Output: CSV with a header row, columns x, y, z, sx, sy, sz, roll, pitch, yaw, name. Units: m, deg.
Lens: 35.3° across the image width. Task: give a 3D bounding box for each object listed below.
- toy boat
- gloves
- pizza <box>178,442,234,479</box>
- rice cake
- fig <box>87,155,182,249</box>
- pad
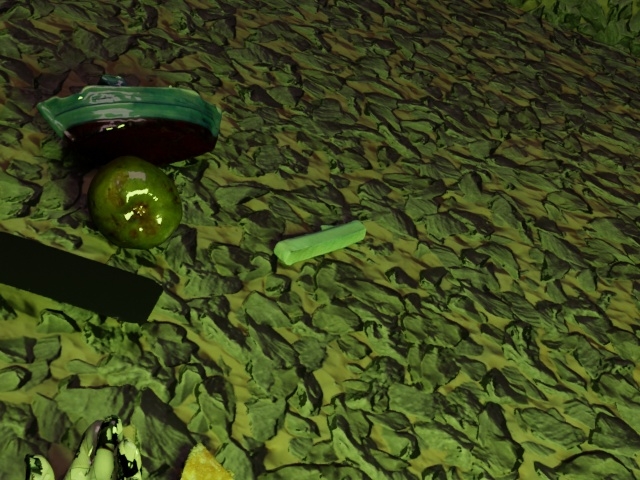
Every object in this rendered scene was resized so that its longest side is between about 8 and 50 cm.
x,y,z,sx,sy,sz,roll,pitch,yaw,name
-0.290,-0.198,1.579,0.309,0.129,0.142,-3,56,-33,toy boat
-0.229,0.279,1.000,0.127,0.111,0.212,-6,40,4,gloves
-0.130,0.267,1.133,0.083,0.025,0.078,10,40,-27,pizza
0.000,0.000,1.555,0.180,0.030,0.042,-17,46,-43,rice cake
-0.273,-0.045,1.432,0.133,0.185,0.126,25,70,-19,fig
-0.342,0.091,1.231,0.250,0.055,0.323,19,35,-4,pad
